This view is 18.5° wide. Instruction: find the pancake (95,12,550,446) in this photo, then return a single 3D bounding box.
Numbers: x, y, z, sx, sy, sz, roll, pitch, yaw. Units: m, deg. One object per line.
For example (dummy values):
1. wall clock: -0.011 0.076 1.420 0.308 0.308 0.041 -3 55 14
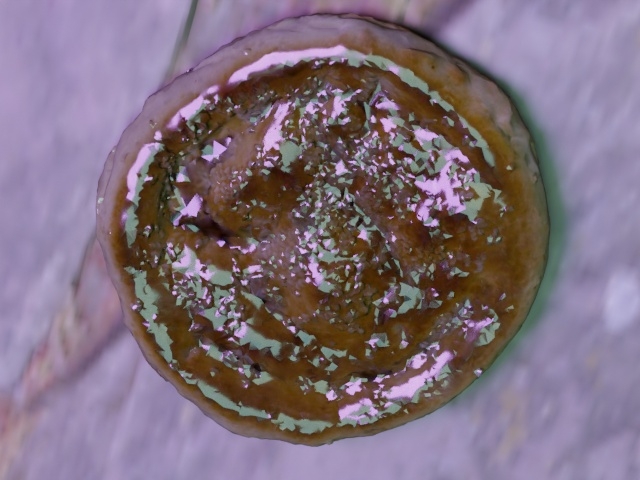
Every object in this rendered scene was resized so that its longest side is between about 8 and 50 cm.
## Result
1. pancake: 0.000 0.000 0.659 0.158 0.028 0.158 2 111 6
